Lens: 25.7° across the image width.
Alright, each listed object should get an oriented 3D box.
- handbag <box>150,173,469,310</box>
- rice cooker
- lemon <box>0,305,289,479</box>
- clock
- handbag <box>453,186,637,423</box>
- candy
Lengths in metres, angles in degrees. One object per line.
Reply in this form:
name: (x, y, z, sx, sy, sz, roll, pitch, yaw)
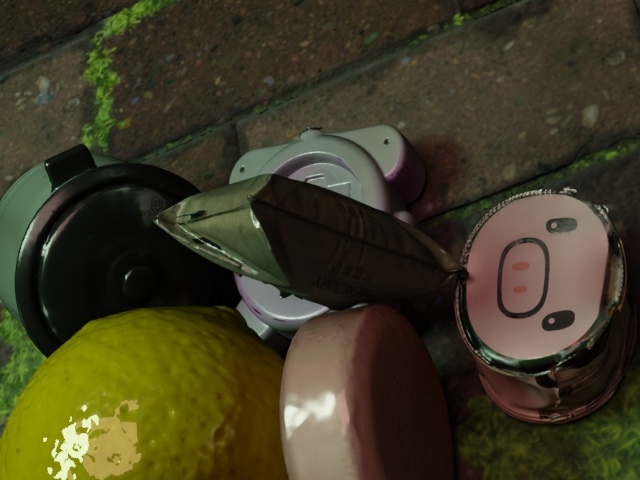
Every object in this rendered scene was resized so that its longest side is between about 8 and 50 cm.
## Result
handbag: (-0.014, 0.005, 1.334, 0.182, 0.270, 0.117, -11, 68, 47)
rice cooker: (-0.235, 0.024, 1.545, 0.241, 0.280, 0.227, -26, 22, -20)
lemon: (-0.160, 0.228, 1.370, 0.336, 0.336, 0.336, -13, 59, 22)
clock: (0.000, 0.000, 1.547, 0.228, 0.090, 0.248, -9, 62, 25)
handbag: (0.220, 0.065, 1.370, 0.179, 0.116, 0.205, -6, 60, 25)
candy: (0.048, 0.190, 1.322, 0.094, 0.255, 0.255, -12, 59, 23)
